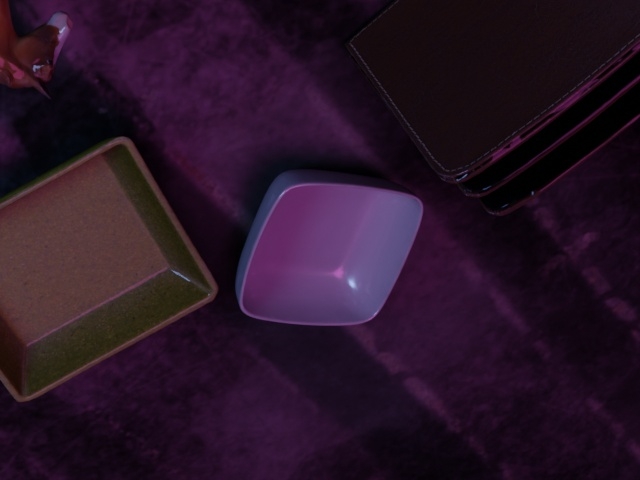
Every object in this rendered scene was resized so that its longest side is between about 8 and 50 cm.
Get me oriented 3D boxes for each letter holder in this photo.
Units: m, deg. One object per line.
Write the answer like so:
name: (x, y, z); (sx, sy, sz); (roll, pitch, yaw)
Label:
letter holder: (0.207, -0.152, 1.362); (0.302, 0.214, 0.152); (-41, 131, 8)

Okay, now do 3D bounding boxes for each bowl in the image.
bowl: (0.000, 0.000, 1.492); (0.142, 0.053, 0.142); (5, 123, -29)

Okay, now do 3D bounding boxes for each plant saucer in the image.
plant saucer: (-0.200, 0.015, 1.415); (0.188, 0.045, 0.188); (-29, 132, -2)

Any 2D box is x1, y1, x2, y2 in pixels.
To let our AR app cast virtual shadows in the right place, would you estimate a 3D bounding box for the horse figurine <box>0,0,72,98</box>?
horse figurine: (-0.264, -0.214, 1.176); (0.263, 0.066, 0.174); (17, 101, -38)
